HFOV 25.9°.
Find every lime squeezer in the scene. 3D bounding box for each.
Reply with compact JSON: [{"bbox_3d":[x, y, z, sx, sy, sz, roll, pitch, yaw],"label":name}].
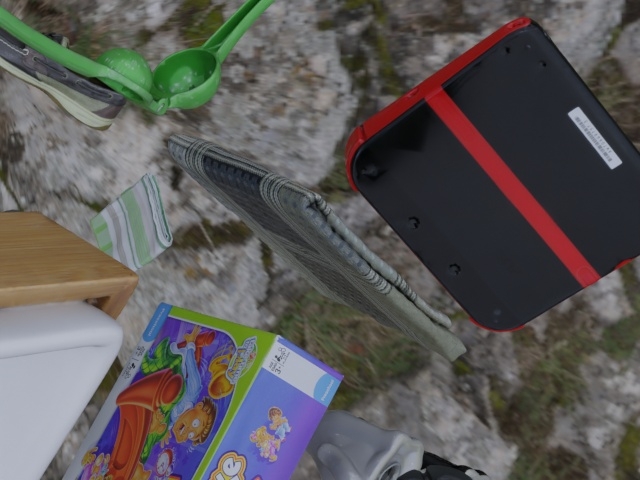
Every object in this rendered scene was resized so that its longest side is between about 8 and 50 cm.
[{"bbox_3d":[-0.126,-0.146,1.066,0.310,0.059,0.110,-16,138,-43],"label":"lime squeezer"}]

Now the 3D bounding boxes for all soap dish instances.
[{"bbox_3d":[-0.280,0.087,0.814,0.291,0.118,0.229,-4,140,-44],"label":"soap dish"}]

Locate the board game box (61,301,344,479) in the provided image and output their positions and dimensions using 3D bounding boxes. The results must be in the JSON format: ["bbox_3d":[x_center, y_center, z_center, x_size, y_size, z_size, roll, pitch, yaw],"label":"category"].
[{"bbox_3d":[-0.145,0.233,1.206,0.078,0.233,0.347,35,76,-28],"label":"board game box"}]

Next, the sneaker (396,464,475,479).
[{"bbox_3d":[0.061,0.291,0.936,0.100,0.108,0.271,17,78,27],"label":"sneaker"}]

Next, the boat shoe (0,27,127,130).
[{"bbox_3d":[-0.341,-0.229,1.764,0.223,0.080,0.073,36,113,-18],"label":"boat shoe"}]

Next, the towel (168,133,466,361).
[{"bbox_3d":[0.000,0.000,1.640,0.056,0.312,0.324,-53,126,-10],"label":"towel"}]

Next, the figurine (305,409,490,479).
[{"bbox_3d":[0.033,0.216,1.421,0.215,0.209,0.092,33,83,-47],"label":"figurine"}]

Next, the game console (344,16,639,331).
[{"bbox_3d":[0.259,-0.074,1.914,0.342,0.060,0.386,-35,111,21],"label":"game console"}]

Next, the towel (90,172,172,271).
[{"bbox_3d":[-0.268,-0.014,1.950,0.023,0.152,0.113,3,63,-44],"label":"towel"}]
